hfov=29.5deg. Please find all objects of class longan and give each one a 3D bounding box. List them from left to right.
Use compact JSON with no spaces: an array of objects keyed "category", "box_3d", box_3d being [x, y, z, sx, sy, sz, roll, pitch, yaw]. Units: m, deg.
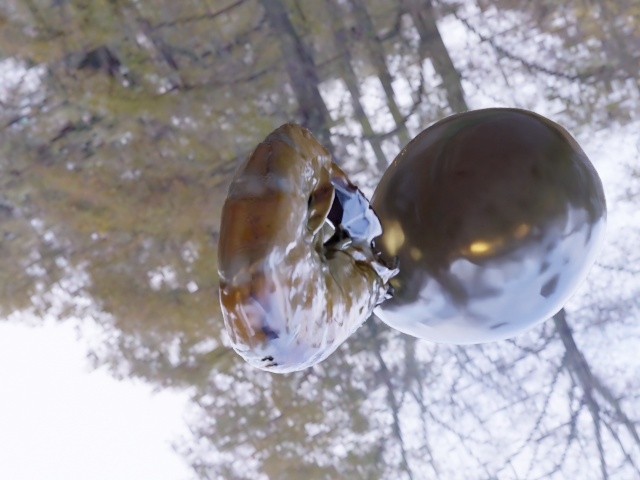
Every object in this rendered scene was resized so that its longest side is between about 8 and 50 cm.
[{"category":"longan","box_3d":[0.145,-0.009,1.139,0.248,0.248,0.248,-22,-156,10]}]

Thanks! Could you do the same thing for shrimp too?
[{"category":"shrimp","box_3d":[0.000,0.000,0.795,0.063,0.152,0.287,-4,-177,19]}]
